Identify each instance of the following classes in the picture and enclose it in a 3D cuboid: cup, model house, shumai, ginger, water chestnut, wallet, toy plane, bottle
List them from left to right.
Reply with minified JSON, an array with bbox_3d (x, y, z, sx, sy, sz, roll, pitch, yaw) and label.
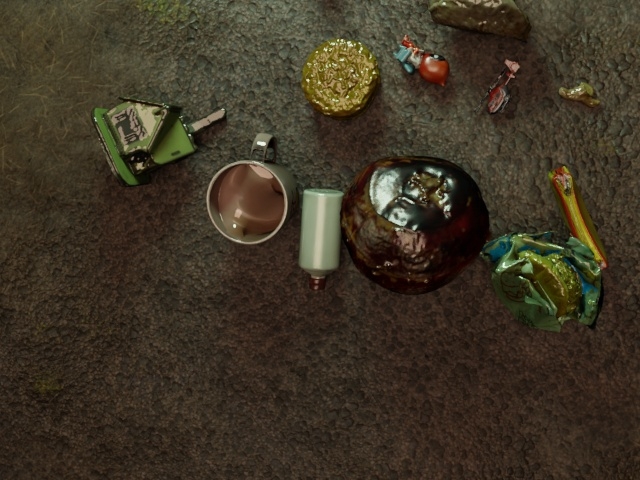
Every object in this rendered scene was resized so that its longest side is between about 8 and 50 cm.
[{"bbox_3d":[-0.371,-0.273,1.844,0.278,0.218,0.205,-23,96,8],"label":"model house"},{"bbox_3d":[-0.145,-0.131,1.825,0.191,0.200,0.253,11,102,8],"label":"cup"},{"bbox_3d":[0.000,0.000,1.870,0.104,0.104,0.245,5,100,9],"label":"bottle"},{"bbox_3d":[0.214,-0.025,1.747,0.350,0.302,0.351,-4,59,6],"label":"water chestnut"},{"bbox_3d":[0.361,-0.549,1.674,0.218,0.184,0.186,16,104,21],"label":"shumai"},{"bbox_3d":[0.417,-0.346,1.775,0.060,0.037,0.145,33,107,14],"label":"toy plane"},{"bbox_3d":[0.580,-0.046,1.741,0.067,0.141,0.241,-23,94,18],"label":"wallet"},{"bbox_3d":[0.595,-0.337,1.746,0.097,0.030,0.048,20,103,5],"label":"ginger"}]

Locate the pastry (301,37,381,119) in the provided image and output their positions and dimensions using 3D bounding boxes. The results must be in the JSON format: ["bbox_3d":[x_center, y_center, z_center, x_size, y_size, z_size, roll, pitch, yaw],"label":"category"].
[{"bbox_3d":[0.050,-0.377,1.800,0.188,0.103,0.189,1,99,9],"label":"pastry"}]

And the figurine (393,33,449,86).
[{"bbox_3d":[0.238,-0.411,1.780,0.140,0.068,0.075,35,101,5],"label":"figurine"}]

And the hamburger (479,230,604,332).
[{"bbox_3d":[0.489,0.108,1.726,0.276,0.150,0.261,2,119,46],"label":"hamburger"}]
